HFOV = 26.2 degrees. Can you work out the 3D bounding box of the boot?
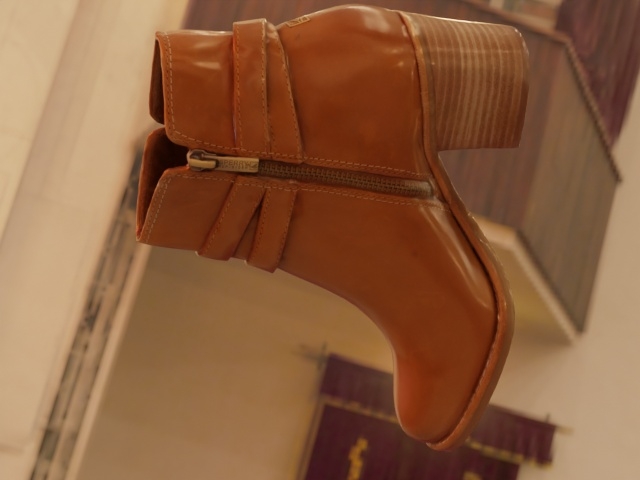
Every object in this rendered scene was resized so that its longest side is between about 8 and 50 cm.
[{"bbox_3d":[0.000,0.000,0.569,0.152,0.197,0.073,-3,17,-17],"label":"boot"}]
